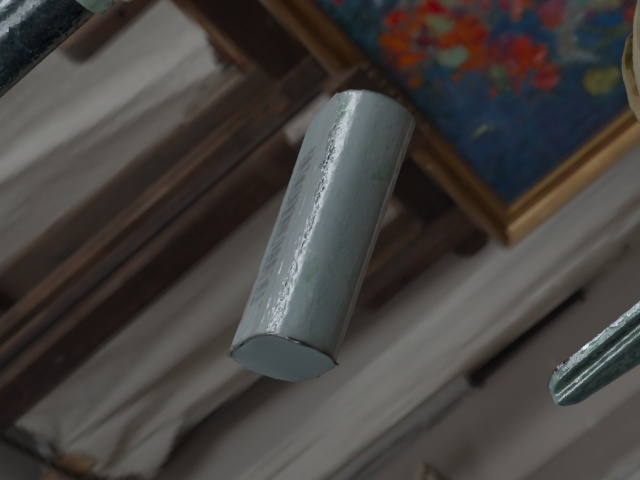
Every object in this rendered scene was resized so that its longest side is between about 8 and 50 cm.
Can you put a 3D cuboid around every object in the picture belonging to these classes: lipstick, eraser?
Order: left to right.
[{"bbox_3d":[-0.096,-0.071,0.500,0.037,0.116,0.037,47,-165,-17],"label":"lipstick"},{"bbox_3d":[0.000,0.000,1.326,0.081,0.227,0.174,24,162,-12],"label":"eraser"}]

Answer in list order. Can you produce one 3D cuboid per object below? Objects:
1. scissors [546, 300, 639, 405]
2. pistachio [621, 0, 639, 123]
[{"bbox_3d":[0.292,-0.056,0.744,0.192,0.447,0.029,46,-171,-44],"label":"scissors"},{"bbox_3d":[0.266,-0.096,0.947,0.153,0.138,0.238,4,-142,-10],"label":"pistachio"}]
